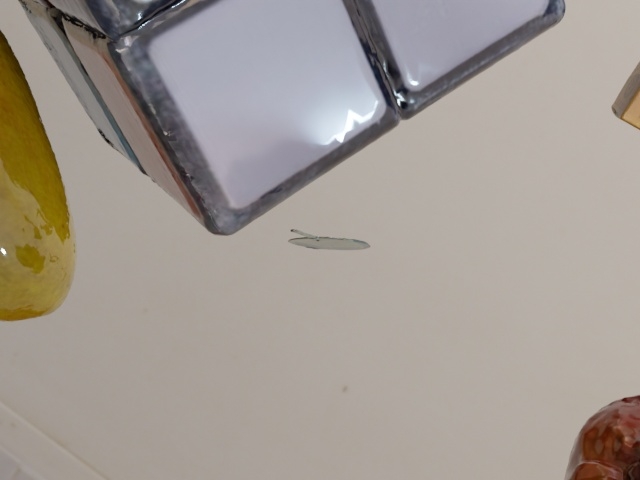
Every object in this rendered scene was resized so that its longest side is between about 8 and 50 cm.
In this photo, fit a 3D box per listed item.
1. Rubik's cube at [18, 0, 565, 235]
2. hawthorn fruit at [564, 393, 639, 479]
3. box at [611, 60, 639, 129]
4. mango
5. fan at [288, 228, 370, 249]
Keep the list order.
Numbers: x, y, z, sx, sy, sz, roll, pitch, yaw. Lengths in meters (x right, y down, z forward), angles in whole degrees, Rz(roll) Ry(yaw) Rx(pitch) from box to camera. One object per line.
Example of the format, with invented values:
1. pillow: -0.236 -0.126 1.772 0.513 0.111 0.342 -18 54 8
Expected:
1. Rubik's cube: -0.062 -0.240 0.751 0.316 0.318 0.313 -34 120 -12
2. hawthorn fruit: 0.206 0.168 0.545 0.173 0.179 0.173 -24 -175 2
3. box: 0.465 -0.213 1.122 0.274 0.174 0.076 -61 -178 19
4. mango: -0.232 -0.069 0.604 0.130 0.262 0.167 -33 167 12
5. fan: 0.000 0.000 1.406 0.175 0.113 0.005 19 72 -64
